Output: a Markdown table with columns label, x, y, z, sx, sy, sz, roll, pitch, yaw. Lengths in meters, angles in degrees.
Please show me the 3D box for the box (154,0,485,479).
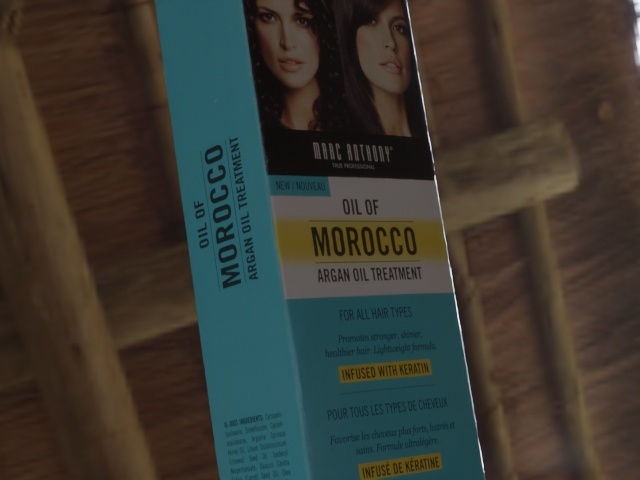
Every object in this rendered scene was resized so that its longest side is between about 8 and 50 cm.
| label | x | y | z | sx | sy | sz | roll | pitch | yaw |
| --- | --- | --- | --- | --- | --- | --- | --- | --- | --- |
| box | 0.000 | 0.000 | 0.614 | 0.101 | 0.060 | 0.244 | -1 | -102 | -42 |
